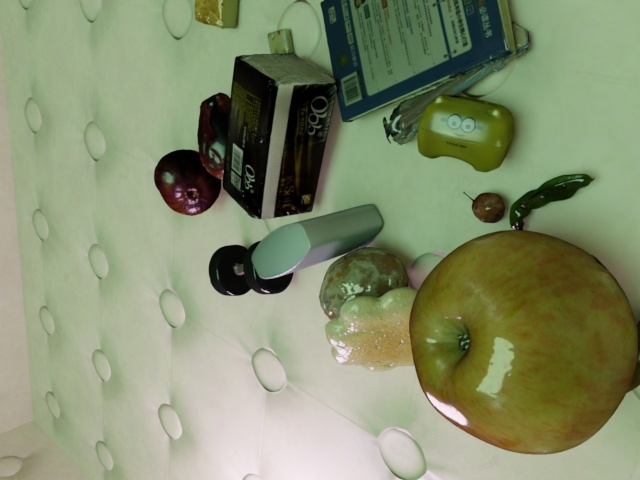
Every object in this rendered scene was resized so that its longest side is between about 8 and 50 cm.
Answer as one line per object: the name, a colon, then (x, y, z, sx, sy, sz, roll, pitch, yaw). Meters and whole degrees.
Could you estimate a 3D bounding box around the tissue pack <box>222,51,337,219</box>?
tissue pack: (-0.115, -0.248, 1.458, 0.210, 0.198, 0.370, 40, 132, 35)

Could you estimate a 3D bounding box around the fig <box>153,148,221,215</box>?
fig: (-0.402, -0.201, 1.792, 0.186, 0.204, 0.249, -33, 40, 12)

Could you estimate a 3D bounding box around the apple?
apple: (0.341, 0.174, 1.051, 0.391, 0.346, 0.391, -22, 62, 51)

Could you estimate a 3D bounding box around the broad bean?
broad bean: (0.431, -0.081, 1.147, 0.061, 0.046, 0.195, 48, 134, 6)

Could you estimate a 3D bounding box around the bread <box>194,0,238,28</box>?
bread: (-0.280, -0.676, 1.600, 0.125, 0.068, 0.188, 25, 118, 35)

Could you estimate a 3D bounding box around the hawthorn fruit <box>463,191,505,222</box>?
hawthorn fruit: (0.331, -0.075, 1.228, 0.103, 0.066, 0.067, 31, 121, 35)

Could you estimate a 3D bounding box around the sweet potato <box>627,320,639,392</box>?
sweet potato: (0.558, 0.208, 1.089, 0.112, 0.085, 0.286, 51, 130, 25)

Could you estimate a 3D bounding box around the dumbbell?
dumbbell: (-0.199, 0.081, 1.687, 0.218, 0.152, 0.152, -8, 97, 43)

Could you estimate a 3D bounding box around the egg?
egg: (0.104, 0.115, 1.401, 0.233, 0.195, 0.195, -25, 85, 31)

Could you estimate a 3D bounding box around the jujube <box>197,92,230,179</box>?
jujube: (-0.268, -0.289, 1.645, 0.168, 0.168, 0.236, -21, 85, 43)

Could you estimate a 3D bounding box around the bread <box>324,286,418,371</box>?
bread: (0.160, 0.212, 1.336, 0.316, 0.316, 0.054, -48, 33, 39)

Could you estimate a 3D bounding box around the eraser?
eraser: (0.000, 0.000, 1.393, 0.189, 0.290, 0.104, -27, 83, 40)

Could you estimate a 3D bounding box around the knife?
knife: (0.273, -0.316, 1.228, 0.365, 0.043, 0.089, -32, 80, 41)

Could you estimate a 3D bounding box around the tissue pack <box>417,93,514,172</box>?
tissue pack: (0.287, -0.220, 1.169, 0.178, 0.123, 0.127, 20, 125, 21)

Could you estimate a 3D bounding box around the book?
book: (0.180, -0.454, 1.247, 0.428, 0.039, 0.300, -13, 85, 44)

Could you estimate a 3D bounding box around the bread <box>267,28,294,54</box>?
bread: (-0.095, -0.460, 1.524, 0.068, 0.028, 0.154, -2, 103, 40)
